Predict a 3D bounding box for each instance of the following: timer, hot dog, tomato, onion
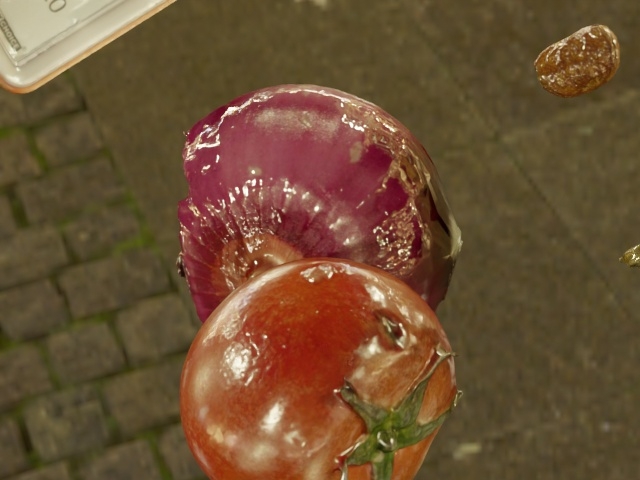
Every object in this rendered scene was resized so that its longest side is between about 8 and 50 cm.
[{"bbox_3d":[-0.237,-0.299,1.740,0.250,0.257,0.161,-31,18,-7],"label":"timer"},{"bbox_3d":[0.244,-0.168,1.874,0.083,0.035,0.058,-26,80,19],"label":"hot dog"},{"bbox_3d":[-0.007,0.094,1.221,0.167,0.167,0.167,-4,44,4],"label":"tomato"},{"bbox_3d":[0.003,-0.004,1.360,0.201,0.200,0.207,-8,83,-1],"label":"onion"}]

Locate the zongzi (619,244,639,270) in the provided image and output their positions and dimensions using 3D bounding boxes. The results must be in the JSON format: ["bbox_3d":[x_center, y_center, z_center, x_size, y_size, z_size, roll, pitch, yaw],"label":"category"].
[{"bbox_3d":[0.301,0.060,1.242,0.197,0.099,0.194,-18,78,20],"label":"zongzi"}]
